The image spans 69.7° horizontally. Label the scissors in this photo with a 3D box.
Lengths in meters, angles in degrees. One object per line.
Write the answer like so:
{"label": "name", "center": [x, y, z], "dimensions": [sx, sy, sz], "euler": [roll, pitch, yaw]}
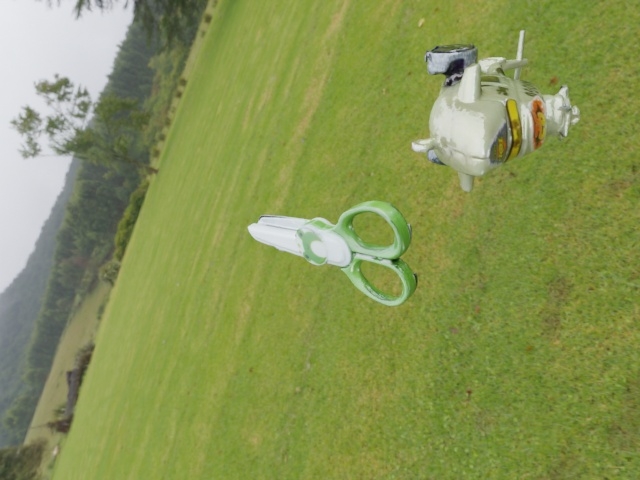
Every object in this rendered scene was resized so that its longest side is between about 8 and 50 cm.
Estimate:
{"label": "scissors", "center": [0.000, 0.000, 0.453], "dimensions": [0.204, 0.027, 0.101], "euler": [13, 124, 40]}

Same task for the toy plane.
{"label": "toy plane", "center": [0.145, -0.122, 0.383], "dimensions": [0.286, 0.108, 0.092], "euler": [-60, -33, -55]}
